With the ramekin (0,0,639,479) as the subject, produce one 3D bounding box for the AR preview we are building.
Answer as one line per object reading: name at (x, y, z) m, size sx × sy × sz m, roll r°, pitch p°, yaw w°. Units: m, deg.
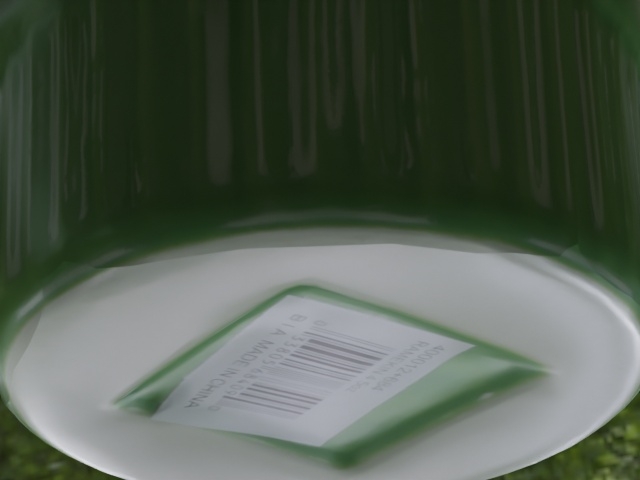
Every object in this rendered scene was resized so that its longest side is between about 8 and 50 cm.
ramekin at (0.000, 0.000, 0.572) m, size 0.303 × 0.148 × 0.303 m, roll -1°, pitch 149°, yaw -1°
